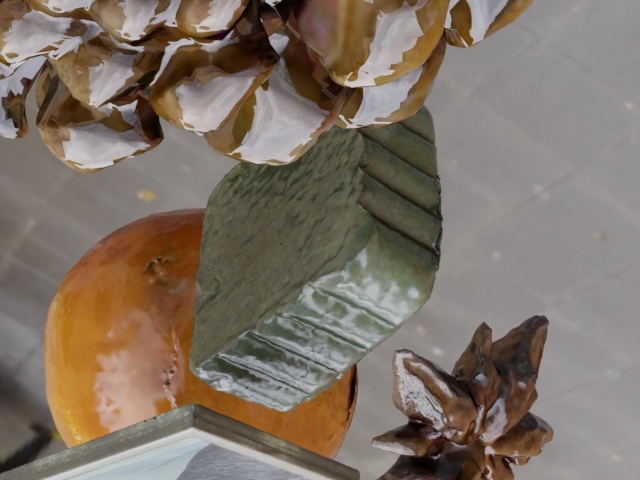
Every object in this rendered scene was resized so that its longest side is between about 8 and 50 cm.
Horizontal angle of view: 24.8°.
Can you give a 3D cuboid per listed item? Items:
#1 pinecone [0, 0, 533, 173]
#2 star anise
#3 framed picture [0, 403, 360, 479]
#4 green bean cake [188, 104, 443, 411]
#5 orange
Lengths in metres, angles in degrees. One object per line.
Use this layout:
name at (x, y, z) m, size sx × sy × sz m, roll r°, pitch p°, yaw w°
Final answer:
pinecone at (-0.041, -0.210, 0.666) m, size 0.384 × 0.384 × 0.384 m, roll 21°, pitch 154°, yaw 11°
star anise at (0.162, 0.239, 1.696) m, size 0.350 × 0.292 × 0.109 m, roll -7°, pitch -169°, yaw -38°
framed picture at (-0.100, 0.151, 0.874) m, size 0.203 × 0.015 × 0.150 m, roll -22°, pitch 146°, yaw 32°
green bean cake at (0.000, 0.000, 0.960) m, size 0.094 × 0.183 × 0.185 m, roll 26°, pitch 134°, yaw -23°
orange at (-0.104, 0.111, 1.265) m, size 0.284 × 0.284 × 0.226 m, roll 39°, pitch 139°, yaw -26°
